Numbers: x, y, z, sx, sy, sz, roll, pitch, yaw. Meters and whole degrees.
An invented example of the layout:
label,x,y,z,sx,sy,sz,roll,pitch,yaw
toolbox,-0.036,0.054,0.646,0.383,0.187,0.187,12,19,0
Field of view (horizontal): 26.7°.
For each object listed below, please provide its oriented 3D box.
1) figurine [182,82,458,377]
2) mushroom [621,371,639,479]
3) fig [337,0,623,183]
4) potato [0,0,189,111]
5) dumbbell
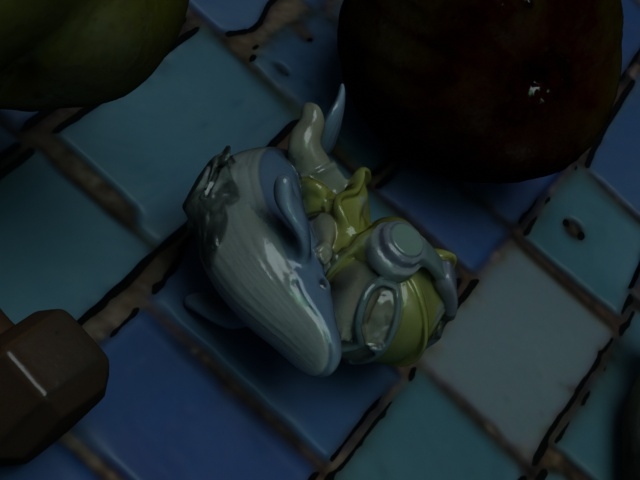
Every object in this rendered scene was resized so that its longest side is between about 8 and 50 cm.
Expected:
label,x,y,z,sx,sy,sz,roll,pitch,yaw
figurine,0.000,0.000,0.858,0.183,0.128,0.208,23,43,-20
mushroom,0.250,0.164,0.916,0.099,0.096,0.278,23,44,-18
fig,0.104,-0.189,1.046,0.217,0.217,0.321,15,29,-23
potato,-0.220,-0.143,0.658,0.351,0.218,0.203,-1,93,-41
dumbbell,-0.215,0.017,0.733,0.082,0.092,0.231,-42,85,-17
